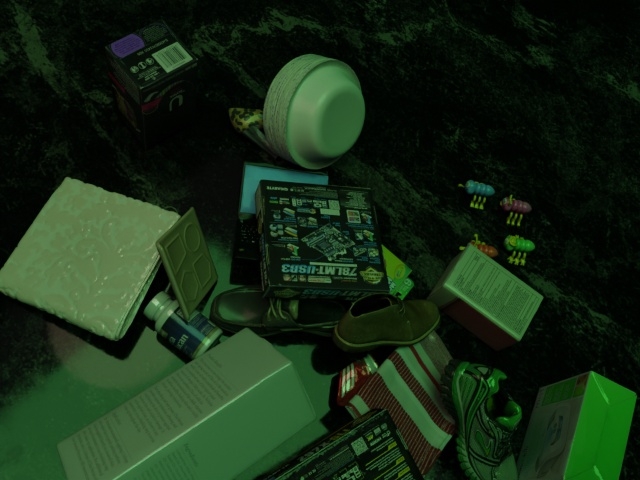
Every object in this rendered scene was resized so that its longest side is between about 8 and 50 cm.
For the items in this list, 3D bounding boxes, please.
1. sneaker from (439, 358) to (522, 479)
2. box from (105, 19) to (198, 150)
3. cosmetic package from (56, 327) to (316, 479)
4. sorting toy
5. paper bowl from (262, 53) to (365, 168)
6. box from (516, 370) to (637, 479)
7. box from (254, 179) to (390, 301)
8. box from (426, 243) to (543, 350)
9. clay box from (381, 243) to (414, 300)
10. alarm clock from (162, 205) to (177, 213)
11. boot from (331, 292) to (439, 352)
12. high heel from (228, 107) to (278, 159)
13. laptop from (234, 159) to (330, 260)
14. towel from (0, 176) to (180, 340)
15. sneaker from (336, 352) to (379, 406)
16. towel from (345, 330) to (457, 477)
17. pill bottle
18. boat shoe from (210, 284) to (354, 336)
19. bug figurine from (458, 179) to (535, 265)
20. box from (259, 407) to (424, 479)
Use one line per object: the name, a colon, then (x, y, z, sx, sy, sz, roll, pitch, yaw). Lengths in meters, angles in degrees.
sneaker: (0.381, 0.430, 1.372, 0.134, 0.146, 0.343, -38, 115, -39)
box: (-0.412, -0.377, 1.515, 0.165, 0.270, 0.143, -37, 80, -23)
cosmetic package: (-0.265, 0.384, 1.230, 0.453, 0.230, 0.161, -30, 115, -22)
sorting toy: (-0.302, 0.049, 1.380, 0.038, 0.193, 0.208, -8, 25, 15)
paper bowl: (0.003, -0.321, 1.567, 0.148, 0.284, 0.284, 26, 58, 38)
box: (0.582, 0.463, 1.411, 0.127, 0.231, 0.262, 28, 65, -1)
box: (0.000, 0.000, 1.454, 0.295, 0.073, 0.293, 3, 59, -19)
box: (0.417, 0.148, 1.564, 0.232, 0.127, 0.148, 37, 65, 4)
clay box: (0.132, 0.073, 1.571, 0.222, 0.053, 0.127, 40, 65, 6)
alarm clock: (-0.417, -0.016, 1.480, 0.129, 0.064, 0.192, 37, 61, 4)
boot: (0.175, 0.174, 1.418, 0.305, 0.115, 0.112, -8, 43, -35)
high heel: (-0.117, -0.370, 1.675, 0.186, 0.093, 0.261, 39, 74, -2)
laptop: (-0.087, -0.067, 1.527, 0.234, 0.136, 0.264, 6, 33, -10)
towel: (-0.522, 0.031, 1.391, 0.332, 0.053, 0.317, 19, 67, 14)
sneaker: (0.114, 0.389, 1.436, 0.128, 0.087, 0.221, -26, 80, 1)
towel: (0.225, 0.366, 1.408, 0.329, 0.037, 0.237, -37, 89, -40)
pill bottle: (-0.316, 0.193, 1.394, 0.169, 0.094, 0.094, 37, 65, 5)
boat shoe: (-0.079, 0.152, 1.445, 0.355, 0.130, 0.132, 1, 67, -13)
bug figurine: (0.487, -0.051, 1.695, 0.216, 0.072, 0.279, 8, 66, -10)
box: (0.053, 0.523, 1.209, 0.322, 0.079, 0.257, -26, 86, -23)
